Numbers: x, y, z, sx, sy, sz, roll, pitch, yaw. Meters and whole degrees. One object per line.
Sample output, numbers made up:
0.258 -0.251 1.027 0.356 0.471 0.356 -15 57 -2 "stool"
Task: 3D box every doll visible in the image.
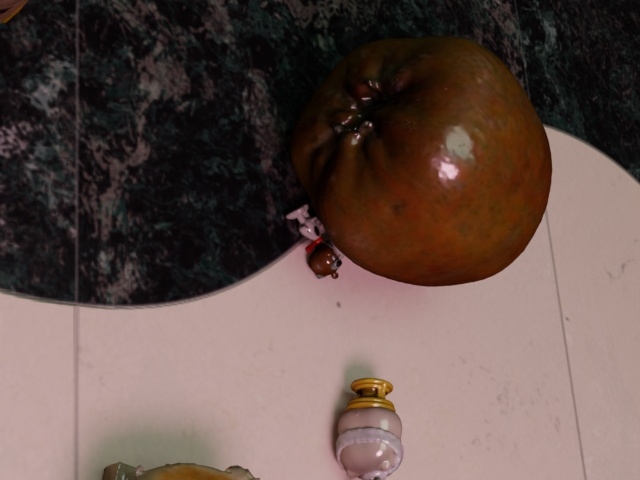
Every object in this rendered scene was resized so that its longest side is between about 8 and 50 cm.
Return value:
0.056 0.215 1.178 0.084 0.073 0.127 47 41 -54 "doll"
-0.004 0.001 1.238 0.085 0.040 0.058 47 39 -17 "doll"

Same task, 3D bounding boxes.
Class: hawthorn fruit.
0.127 -0.072 1.225 0.301 0.268 0.267 29 56 -39 "hawthorn fruit"

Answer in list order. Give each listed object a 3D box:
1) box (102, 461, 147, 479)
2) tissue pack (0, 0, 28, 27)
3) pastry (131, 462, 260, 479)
-0.166 0.255 1.018 0.079 0.035 0.083 27 59 -25 "box"
-0.405 -0.302 1.008 0.192 0.134 0.271 -34 93 -40 "tissue pack"
-0.107 0.257 0.946 0.166 0.088 0.166 19 29 -11 "pastry"
